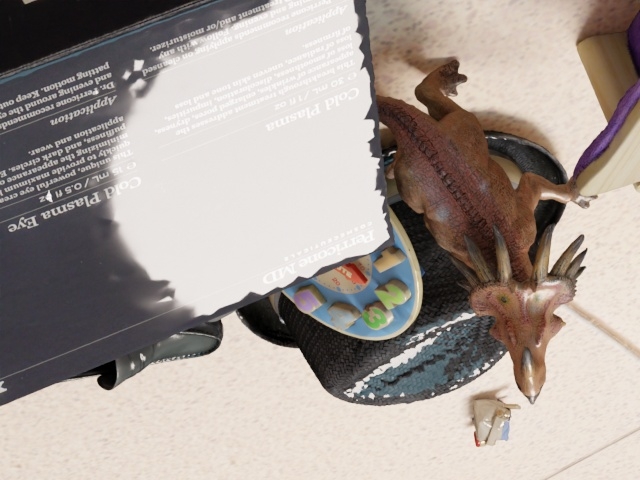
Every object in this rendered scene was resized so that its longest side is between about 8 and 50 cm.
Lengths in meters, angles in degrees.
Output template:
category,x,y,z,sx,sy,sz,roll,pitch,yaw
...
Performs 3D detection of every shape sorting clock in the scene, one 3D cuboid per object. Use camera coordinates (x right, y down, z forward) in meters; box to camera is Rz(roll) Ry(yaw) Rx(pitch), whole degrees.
category,x,y,z,sx,sy,sz,roll,pitch,yaw
shape sorting clock,0.000,0.000,1.602,0.040,0.206,0.206,-42,164,-37

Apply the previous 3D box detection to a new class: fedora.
category,x,y,z,sx,sy,sz,roll,pitch,yaw
fedora,0.091,0.049,1.753,0.334,0.153,0.334,-14,149,-9

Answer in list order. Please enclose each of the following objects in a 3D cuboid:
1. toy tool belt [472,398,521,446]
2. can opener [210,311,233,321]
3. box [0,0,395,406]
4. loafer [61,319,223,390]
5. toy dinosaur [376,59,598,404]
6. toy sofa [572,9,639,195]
category,x,y,z,sx,sy,sz,roll,pitch,yaw
toy tool belt,0.199,0.207,2.153,0.051,0.052,0.083,-9,149,-2
can opener,-0.131,-0.014,1.610,0.093,0.074,0.280,-25,148,7
box,-0.145,-0.088,1.323,0.343,0.179,0.312,-22,142,-11
loafer,-0.191,0.101,1.750,0.223,0.078,0.076,-2,145,-27
toy dinosaur,0.117,-0.032,1.538,0.295,0.200,0.127,45,110,-8
toy sofa,0.298,-0.187,1.467,0.177,0.150,0.362,-11,155,-17
